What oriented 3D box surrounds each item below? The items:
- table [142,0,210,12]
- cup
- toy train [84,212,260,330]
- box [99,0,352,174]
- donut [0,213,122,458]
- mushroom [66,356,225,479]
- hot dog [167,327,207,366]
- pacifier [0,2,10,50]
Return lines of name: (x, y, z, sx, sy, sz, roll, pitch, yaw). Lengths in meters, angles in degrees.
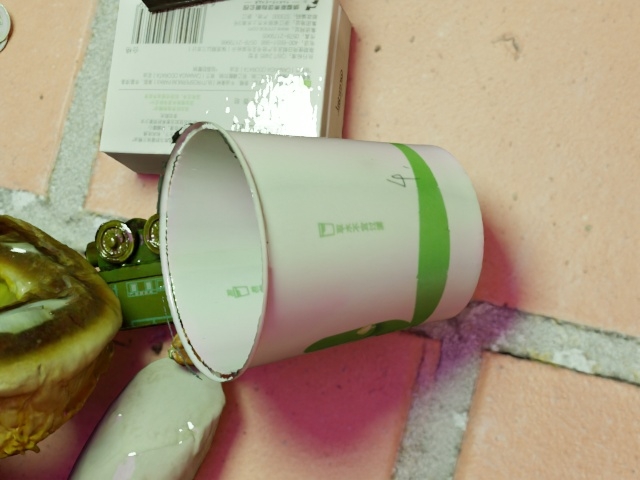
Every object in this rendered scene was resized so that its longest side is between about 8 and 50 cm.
table: (-0.139, -0.419, 1.153, 0.196, 0.282, 0.250, -7, 72, 11)
cup: (0.000, 0.000, 1.128, 0.274, 0.253, 0.253, -6, 76, -28)
toy train: (-0.157, 0.033, 1.277, 0.226, 0.090, 0.137, -9, 90, 16)
box: (-0.105, -0.176, 1.286, 0.261, 0.111, 0.194, 4, 80, 13)
donut: (-0.366, 0.096, 1.183, 0.330, 0.330, 0.159, 15, 124, 15)
mushroom: (-0.225, 0.274, 1.235, 0.128, 0.128, 0.350, 40, 94, 16)
hot dog: (-0.109, 0.114, 1.240, 0.122, 0.037, 0.049, 2, 104, -27)
pacifier: (-0.427, -0.262, 1.401, 0.083, 0.064, 0.068, -25, 94, 8)
